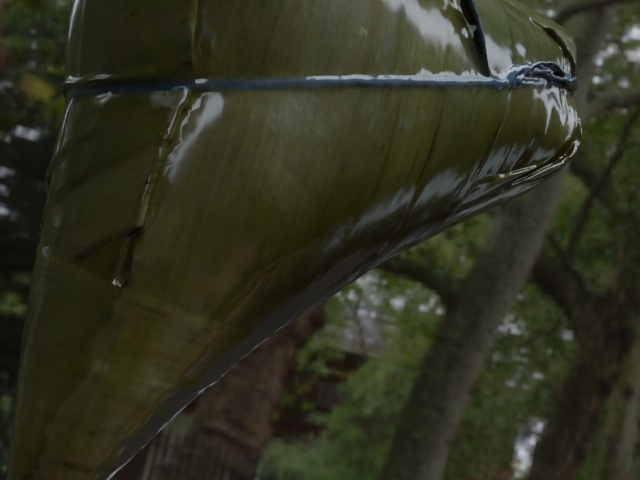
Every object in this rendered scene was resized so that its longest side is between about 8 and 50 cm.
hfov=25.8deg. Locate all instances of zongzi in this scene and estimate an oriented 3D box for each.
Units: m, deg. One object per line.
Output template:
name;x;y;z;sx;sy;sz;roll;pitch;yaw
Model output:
zongzi;0.000;0.000;0.503;0.115;0.256;0.228;-4;-18;43
